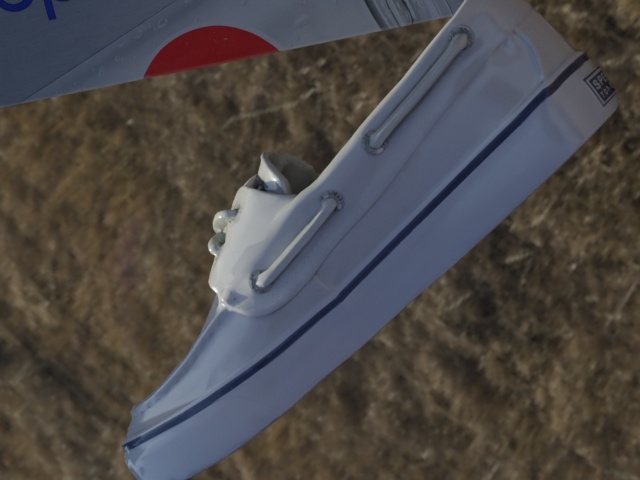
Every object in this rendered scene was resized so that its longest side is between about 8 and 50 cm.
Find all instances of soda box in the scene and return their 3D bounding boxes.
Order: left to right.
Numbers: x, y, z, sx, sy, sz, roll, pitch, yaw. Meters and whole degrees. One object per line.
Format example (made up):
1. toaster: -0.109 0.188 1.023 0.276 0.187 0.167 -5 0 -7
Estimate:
1. soda box: -0.053 -0.138 0.614 0.286 0.091 0.098 -10 107 8

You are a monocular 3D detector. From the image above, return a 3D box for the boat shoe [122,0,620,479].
1. boat shoe: 0.000 0.000 0.522 0.258 0.095 0.084 -43 90 12
